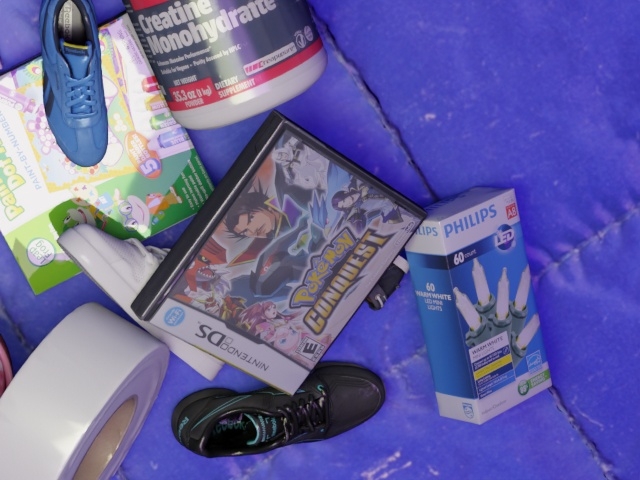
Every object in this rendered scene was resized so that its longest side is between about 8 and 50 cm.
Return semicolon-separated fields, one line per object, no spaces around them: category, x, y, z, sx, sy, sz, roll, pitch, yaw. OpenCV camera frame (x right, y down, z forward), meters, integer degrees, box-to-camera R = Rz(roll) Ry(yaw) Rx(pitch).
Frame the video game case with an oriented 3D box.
video game case;-0.042;0.022;1.818;0.248;0.035;0.275;31;98;-38

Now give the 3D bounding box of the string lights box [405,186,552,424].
string lights box;0.190;0.077;1.951;0.133;0.077;0.259;-24;108;-35

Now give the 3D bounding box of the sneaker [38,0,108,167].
sneaker;-0.272;-0.179;1.767;0.069;0.082;0.209;-8;105;-12

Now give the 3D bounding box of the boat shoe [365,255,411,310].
boat shoe;0.000;0.000;1.915;0.233;0.084;0.079;34;93;-19

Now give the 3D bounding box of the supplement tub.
supplement tub;-0.122;-0.277;1.773;0.191;0.191;0.272;-25;106;-6

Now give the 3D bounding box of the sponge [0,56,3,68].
sponge;-0.474;-0.221;1.794;0.210;0.031;0.117;-17;105;-8

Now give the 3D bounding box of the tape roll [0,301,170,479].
tape roll;-0.284;0.213;1.791;0.100;0.286;0.286;29;95;8

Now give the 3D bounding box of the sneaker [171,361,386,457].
sneaker;-0.043;0.219;1.942;0.267;0.106;0.101;-12;103;-11

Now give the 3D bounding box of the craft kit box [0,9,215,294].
craft kit box;-0.278;-0.102;1.851;0.247;0.061;0.249;-27;106;-2

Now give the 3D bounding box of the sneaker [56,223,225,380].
sneaker;-0.164;0.025;1.849;0.169;0.108;0.292;-48;135;-2

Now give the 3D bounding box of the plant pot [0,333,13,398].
plant pot;-0.447;0.144;1.800;0.201;0.180;0.201;-2;103;-11
